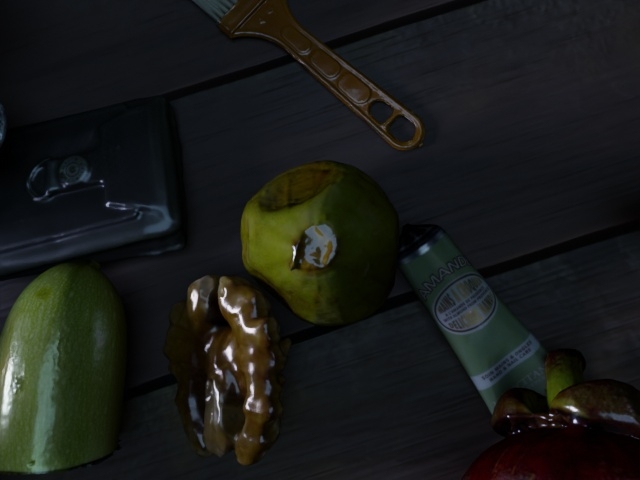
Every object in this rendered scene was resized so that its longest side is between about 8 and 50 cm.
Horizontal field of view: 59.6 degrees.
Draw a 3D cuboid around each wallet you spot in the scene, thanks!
[{"bbox_3d":[-0.263,-0.051,0.572,0.246,0.052,0.168,-11,78,4],"label":"wallet"}]

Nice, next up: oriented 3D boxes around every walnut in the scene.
[{"bbox_3d":[-0.083,0.116,0.523,0.143,0.069,0.170,-4,86,39],"label":"walnut"}]

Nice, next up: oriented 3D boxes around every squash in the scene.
[{"bbox_3d":[-0.234,0.108,0.516,0.123,0.123,0.186,5,81,3],"label":"squash"}]

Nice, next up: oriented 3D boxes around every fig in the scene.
[{"bbox_3d":[0.000,0.000,0.492,0.144,0.165,0.153,-9,83,-2],"label":"fig"}]

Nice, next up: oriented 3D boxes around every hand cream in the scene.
[{"bbox_3d":[0.152,0.080,0.535,0.086,0.055,0.235,-36,90,2],"label":"hand cream"}]

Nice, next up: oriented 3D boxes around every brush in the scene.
[{"bbox_3d":[-0.013,-0.201,0.592,0.314,0.017,0.090,41,87,6],"label":"brush"}]

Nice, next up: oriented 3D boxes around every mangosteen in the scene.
[{"bbox_3d":[0.213,0.209,0.448,0.215,0.215,0.257,13,57,4],"label":"mangosteen"}]

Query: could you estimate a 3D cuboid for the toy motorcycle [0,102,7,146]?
[{"bbox_3d":[-0.436,-0.079,0.543,0.275,0.125,0.187,-41,74,3],"label":"toy motorcycle"}]
